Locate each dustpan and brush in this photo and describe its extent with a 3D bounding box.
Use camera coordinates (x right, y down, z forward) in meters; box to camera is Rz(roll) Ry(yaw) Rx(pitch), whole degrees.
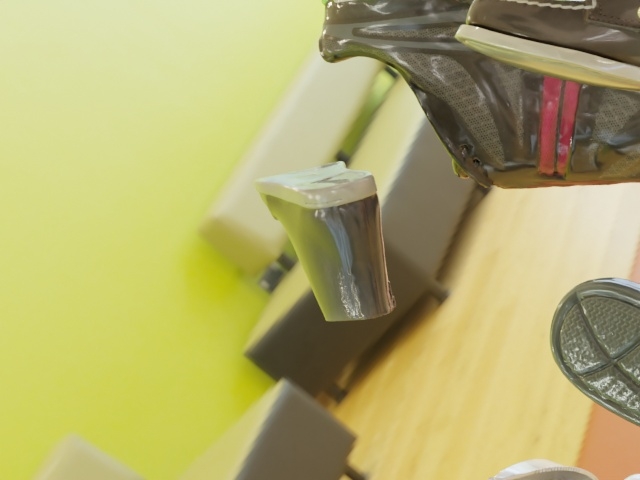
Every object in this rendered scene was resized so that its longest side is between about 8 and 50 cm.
[{"bbox_3d":[0.223,0.241,1.106,0.060,0.147,0.211,25,34,38],"label":"dustpan and brush"}]

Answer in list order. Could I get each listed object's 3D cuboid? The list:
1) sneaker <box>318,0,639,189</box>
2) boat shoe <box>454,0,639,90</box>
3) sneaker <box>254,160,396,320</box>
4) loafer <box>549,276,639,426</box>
[{"bbox_3d":[0.213,-0.127,1.113,0.202,0.483,0.185,-61,-8,27],"label":"sneaker"},{"bbox_3d":[0.193,-0.117,0.708,0.081,0.228,0.068,-6,-71,-75],"label":"boat shoe"},{"bbox_3d":[0.000,0.000,1.054,0.083,0.118,0.222,-13,10,-9],"label":"sneaker"},{"bbox_3d":[0.254,0.097,0.670,0.084,0.267,0.096,-13,-48,-53],"label":"loafer"}]
